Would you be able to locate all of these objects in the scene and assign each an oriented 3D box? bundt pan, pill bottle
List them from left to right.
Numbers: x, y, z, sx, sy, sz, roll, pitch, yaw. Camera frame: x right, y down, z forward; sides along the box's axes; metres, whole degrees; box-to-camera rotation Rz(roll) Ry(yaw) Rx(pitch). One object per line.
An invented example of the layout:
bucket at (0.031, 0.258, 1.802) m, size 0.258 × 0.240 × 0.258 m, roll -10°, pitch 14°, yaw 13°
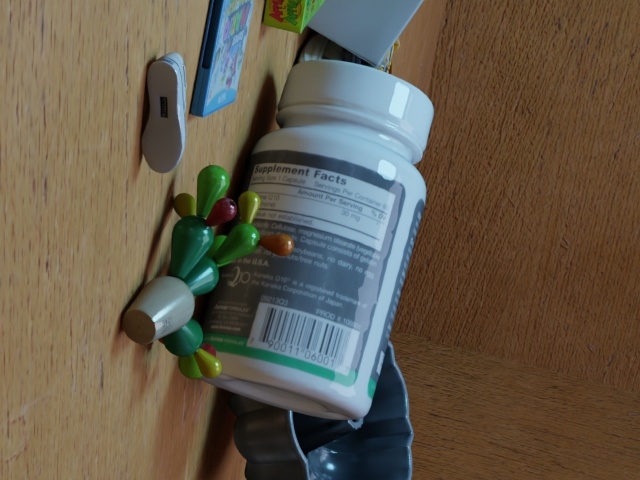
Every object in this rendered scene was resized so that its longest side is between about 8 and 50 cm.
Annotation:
bundt pan at (-0.008, 0.228, 1.895) m, size 0.331 × 0.124 × 0.330 m, roll 34°, pitch 49°, yaw -52°
pill bottle at (0.000, 0.000, 1.598) m, size 0.204 × 0.204 × 0.361 m, roll 76°, pitch 29°, yaw -75°

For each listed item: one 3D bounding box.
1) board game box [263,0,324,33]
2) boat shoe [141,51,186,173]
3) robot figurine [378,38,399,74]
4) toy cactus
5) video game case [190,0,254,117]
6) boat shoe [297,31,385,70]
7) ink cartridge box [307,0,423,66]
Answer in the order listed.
board game box at (-0.013, -0.297, 1.566) m, size 0.181 × 0.043 × 0.092 m, roll -63°, pitch 165°, yaw -61°
boat shoe at (-0.121, -0.103, 1.161) m, size 0.035 × 0.035 × 0.100 m, roll -59°, pitch 155°, yaw -58°
robot figurine at (0.059, -0.214, 2.105) m, size 0.291 × 0.085 × 0.211 m, roll 90°, pitch 14°, yaw -62°
toy cactus at (-0.113, 0.048, 1.312) m, size 0.180 × 0.112 × 0.219 m, roll -44°, pitch 157°, yaw -58°
video game case at (-0.083, -0.202, 1.333) m, size 0.119 × 0.015 × 0.166 m, roll -51°, pitch 154°, yaw -74°
boat shoe at (0.039, -0.245, 1.861) m, size 0.285 × 0.092 × 0.103 m, roll -65°, pitch 167°, yaw -56°
ink cartridge box at (0.097, -0.370, 1.768) m, size 0.197 × 0.114 × 0.273 m, roll -54°, pitch -172°, yaw 40°
